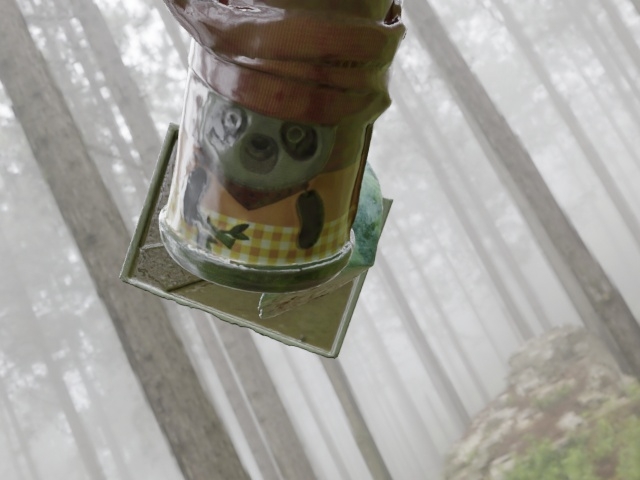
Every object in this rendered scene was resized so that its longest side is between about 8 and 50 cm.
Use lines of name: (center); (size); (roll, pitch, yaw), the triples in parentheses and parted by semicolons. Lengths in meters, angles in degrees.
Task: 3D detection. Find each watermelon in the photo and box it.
watermelon: (0.005, -0.004, 0.855); (0.180, 0.081, 0.094); (-57, 15, -15)

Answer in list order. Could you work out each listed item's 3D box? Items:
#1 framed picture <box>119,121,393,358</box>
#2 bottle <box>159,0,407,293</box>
framed picture: (-0.075, 0.000, 1.090); (0.018, 0.265, 0.192); (-3, -67, -83)
bottle: (-0.029, -0.111, 0.611); (0.156, 0.143, 0.271); (-11, -58, -38)
